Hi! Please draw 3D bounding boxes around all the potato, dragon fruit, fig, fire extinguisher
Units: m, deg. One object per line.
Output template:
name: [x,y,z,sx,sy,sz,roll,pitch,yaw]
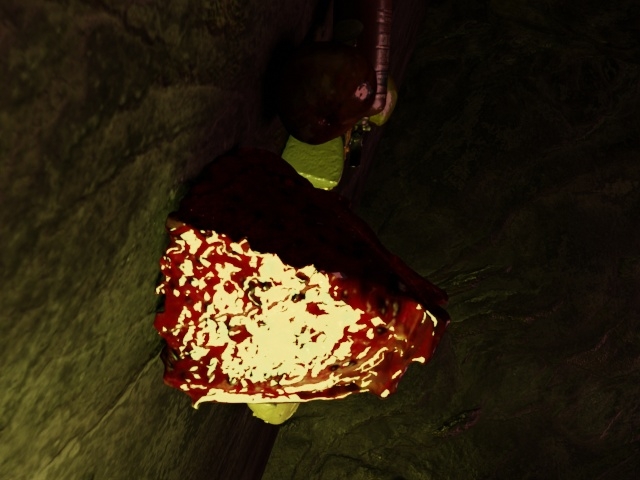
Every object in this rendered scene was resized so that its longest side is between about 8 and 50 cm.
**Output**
potato: [0.001,-0.173,0.935,0.081,0.120,0.149,60,50,-80]
dragon fruit: [-0.019,0.071,0.645,0.228,0.329,0.286,-72,176,-61]
fig: [0.140,-0.406,1.361,0.154,0.144,0.165,-53,149,-39]
fig: [0.012,-0.247,0.773,0.160,0.143,0.230,-39,-161,30]
fire extinguisher: [0.068,-0.303,0.852,0.138,0.102,0.343,-75,167,-72]

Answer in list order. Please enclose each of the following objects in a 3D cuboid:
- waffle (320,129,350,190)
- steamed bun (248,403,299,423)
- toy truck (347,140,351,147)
waffle: [0.054,-0.306,1.137,0.379,0.095,0.382,103,6,-47]
steamed bun: [-0.115,0.349,1.297,0.232,0.166,0.273,-56,164,-16]
toy truck: [0.051,-0.260,1.385,0.049,0.054,0.083,74,35,-78]
